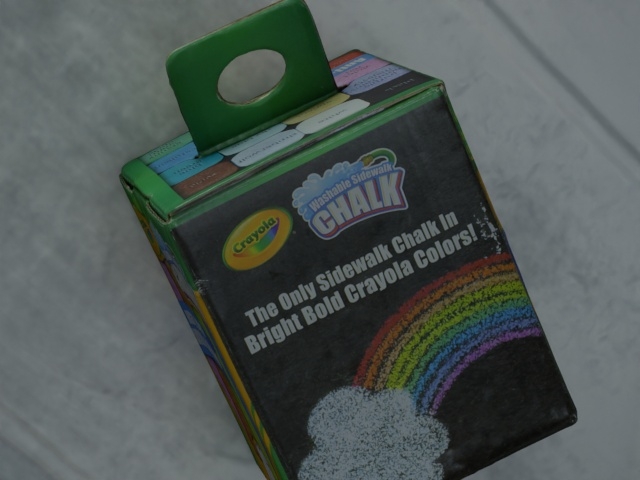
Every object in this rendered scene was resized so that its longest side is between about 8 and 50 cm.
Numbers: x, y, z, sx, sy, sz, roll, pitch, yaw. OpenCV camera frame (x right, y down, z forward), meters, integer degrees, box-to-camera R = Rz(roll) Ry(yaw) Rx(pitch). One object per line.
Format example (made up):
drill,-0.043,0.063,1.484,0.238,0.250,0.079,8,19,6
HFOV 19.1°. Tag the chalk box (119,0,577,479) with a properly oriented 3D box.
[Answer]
chalk box,0.000,0.000,1.135,0.180,0.179,0.289,-26,106,-9
